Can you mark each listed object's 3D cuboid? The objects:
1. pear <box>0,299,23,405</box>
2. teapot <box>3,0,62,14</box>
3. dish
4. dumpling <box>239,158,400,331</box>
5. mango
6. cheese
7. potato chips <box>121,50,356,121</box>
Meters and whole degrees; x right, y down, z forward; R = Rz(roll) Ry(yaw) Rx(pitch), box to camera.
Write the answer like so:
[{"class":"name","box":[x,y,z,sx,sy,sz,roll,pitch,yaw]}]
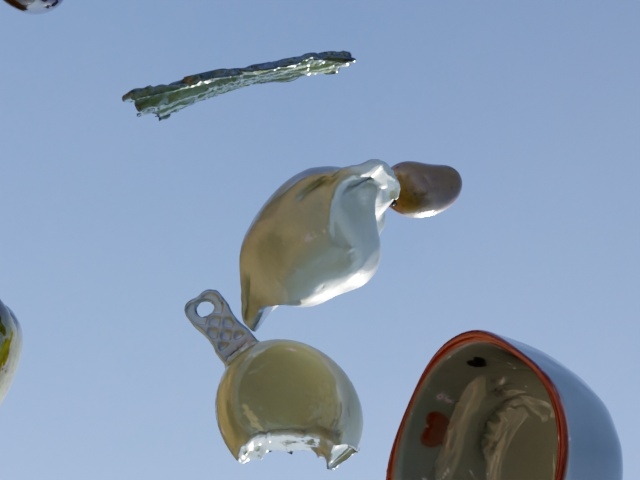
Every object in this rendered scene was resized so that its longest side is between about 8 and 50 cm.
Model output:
[{"class":"pear","box":[-0.441,0.111,1.206,0.304,0.304,0.304,18,-57,30]},{"class":"teapot","box":[-0.206,-0.227,0.891,0.078,0.098,0.129,-12,-91,10]},{"class":"dish","box":[0.175,0.212,1.121,0.256,0.117,0.256,-34,-131,50]},{"class":"dumpling","box":[0.000,0.000,1.364,0.132,0.162,0.250,48,-60,20]},{"class":"mango","box":[0.130,-0.068,1.606,0.080,0.114,0.060,59,-35,29]},{"class":"cheese","box":[-0.052,0.151,1.451,0.071,0.163,0.249,90,-18,-61]},{"class":"potato chips","box":[-0.072,-0.137,1.100,0.092,0.207,0.028,163,-88,-79]}]
